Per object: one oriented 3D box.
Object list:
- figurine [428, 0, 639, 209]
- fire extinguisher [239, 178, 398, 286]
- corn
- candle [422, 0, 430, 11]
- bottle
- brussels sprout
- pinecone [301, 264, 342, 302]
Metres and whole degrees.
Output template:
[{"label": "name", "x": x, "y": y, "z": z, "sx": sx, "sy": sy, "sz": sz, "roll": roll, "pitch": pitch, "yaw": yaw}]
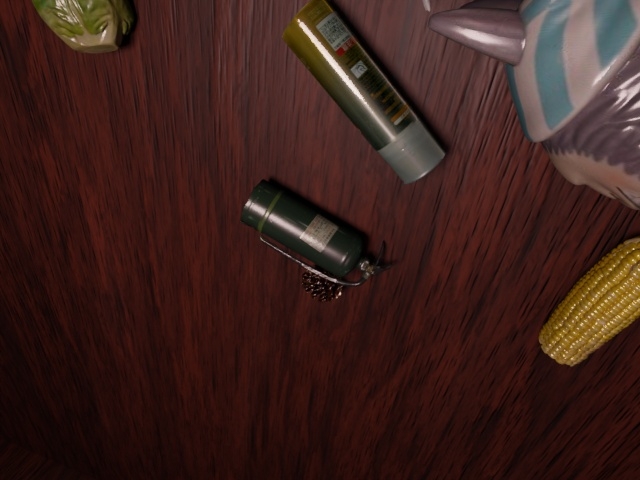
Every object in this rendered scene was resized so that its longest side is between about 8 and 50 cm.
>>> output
[{"label": "figurine", "x": 0.289, "y": -0.172, "z": 0.366, "sx": 0.378, "sy": 0.361, "sz": 0.266, "roll": 9, "pitch": 80, "yaw": 10}, {"label": "fire extinguisher", "x": 0.000, "y": 0.000, "z": 0.743, "sx": 0.294, "sy": 0.093, "sz": 0.118, "roll": 30, "pitch": 84, "yaw": -1}, {"label": "corn", "x": 0.450, "y": 0.099, "z": 0.640, "sx": 0.093, "sy": 0.093, "sz": 0.244, "roll": 26, "pitch": 126, "yaw": 3}, {"label": "candle", "x": 0.214, "y": -0.396, "z": 0.344, "sx": 0.343, "sy": 0.221, "sz": 0.221, "roll": -18, "pitch": 113, "yaw": 29}, {"label": "bottle", "x": 0.069, "y": -0.212, "z": 0.592, "sx": 0.082, "sy": 0.082, "sz": 0.286, "roll": -36, "pitch": 103, "yaw": 33}, {"label": "brussels sprout", "x": -0.384, "y": -0.378, "z": 0.632, "sx": 0.155, "sy": 0.117, "sz": 0.155, "roll": 6, "pitch": 112, "yaw": 15}, {"label": "pinecone", "x": 0.001, "y": 0.088, "z": 0.804, "sx": 0.083, "sy": 0.077, "sz": 0.077, "roll": 15, "pitch": 137, "yaw": -41}]
